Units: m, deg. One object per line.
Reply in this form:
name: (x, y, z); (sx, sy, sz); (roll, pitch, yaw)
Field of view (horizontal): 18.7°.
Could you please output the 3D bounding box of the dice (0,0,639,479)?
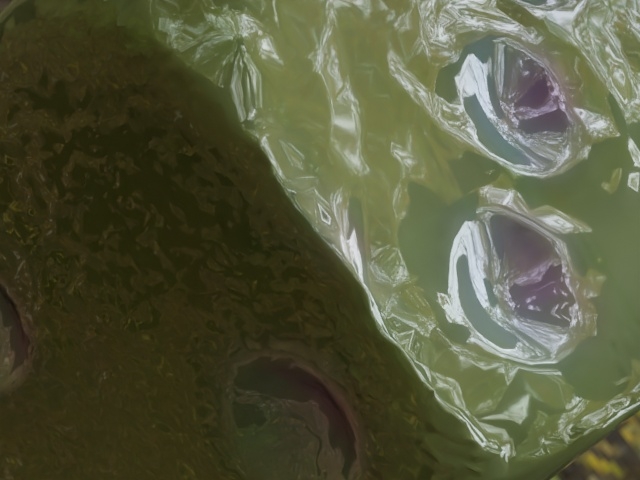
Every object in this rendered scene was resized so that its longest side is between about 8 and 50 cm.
dice: (0.000, 0.000, 0.762); (0.250, 0.252, 0.254); (52, -45, 6)
